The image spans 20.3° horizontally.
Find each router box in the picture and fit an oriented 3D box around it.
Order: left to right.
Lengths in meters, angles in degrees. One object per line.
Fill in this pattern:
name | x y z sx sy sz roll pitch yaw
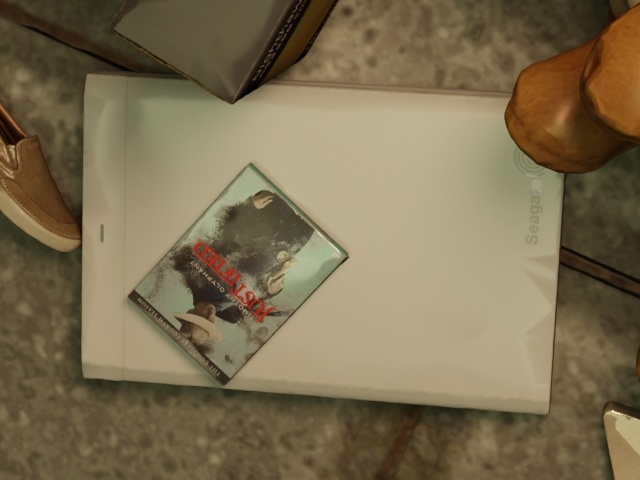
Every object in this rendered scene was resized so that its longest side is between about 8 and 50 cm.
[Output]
router box | 0.017 -0.238 0.995 0.081 0.243 0.309 32 105 1

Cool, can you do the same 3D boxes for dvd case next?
dvd case | -0.053 0.022 1.135 0.087 0.013 0.119 44 105 -1

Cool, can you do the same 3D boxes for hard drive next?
hard drive | 0.000 0.000 1.151 0.307 0.040 0.203 4 102 9

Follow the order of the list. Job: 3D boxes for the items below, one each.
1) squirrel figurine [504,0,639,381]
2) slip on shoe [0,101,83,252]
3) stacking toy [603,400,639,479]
squirrel figurine | 0.273 -0.166 0.990 0.397 0.281 0.370 -29 80 -9
slip on shoe | -0.198 -0.051 1.167 0.041 0.051 0.135 -43 85 17
stacking toy | 0.272 0.261 1.116 0.308 0.130 0.280 10 103 6
